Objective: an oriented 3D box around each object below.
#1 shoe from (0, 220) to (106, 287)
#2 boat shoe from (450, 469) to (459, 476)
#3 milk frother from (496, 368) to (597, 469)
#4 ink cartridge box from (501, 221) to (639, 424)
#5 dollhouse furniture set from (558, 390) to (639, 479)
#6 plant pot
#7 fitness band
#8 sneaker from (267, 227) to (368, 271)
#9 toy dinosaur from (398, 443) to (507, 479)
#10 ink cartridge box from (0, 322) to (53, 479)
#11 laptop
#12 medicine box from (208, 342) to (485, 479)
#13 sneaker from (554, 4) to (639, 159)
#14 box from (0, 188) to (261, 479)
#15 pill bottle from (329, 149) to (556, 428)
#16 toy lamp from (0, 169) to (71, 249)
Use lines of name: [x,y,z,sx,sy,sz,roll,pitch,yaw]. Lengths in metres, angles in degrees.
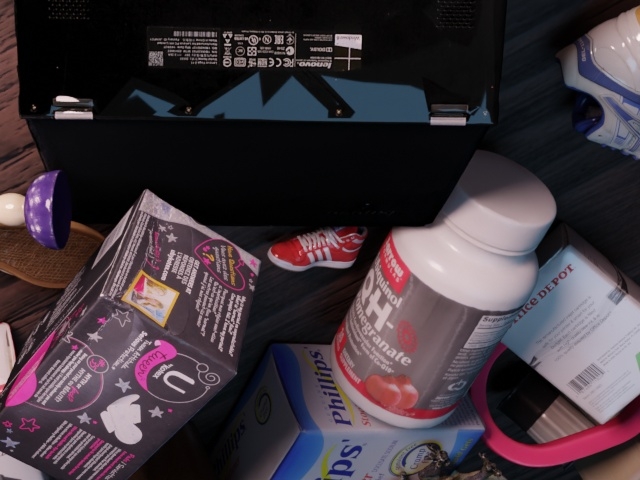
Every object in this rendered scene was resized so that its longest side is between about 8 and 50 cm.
shoe: [-0.307,-0.004,1.003,0.219,0.058,0.076,11,114,-38]
boat shoe: [0.179,0.389,1.649,0.137,0.049,0.043,18,165,-41]
milk frother: [0.362,0.236,1.510,0.129,0.135,0.143,-32,159,-48]
ink cartridge box: [0.341,0.106,1.326,0.219,0.092,0.160,40,113,-8]
dollhouse furniture set: [0.563,0.281,1.609,0.304,0.198,0.286,7,129,-32]
plant pot: [-0.198,0.327,1.307,0.167,0.165,0.167,-14,137,-14]
fitness band: [0.342,0.200,1.430,0.291,0.208,0.054,-16,-177,-10]
sneaker: [0.000,0.000,1.161,0.119,0.042,0.067,-2,138,-35]
toy dinosaur: [0.167,0.318,1.337,0.268,0.064,0.118,-4,141,-27]
ink cartridge box: [-0.416,0.265,1.122,0.226,0.131,0.306,-15,123,-14]
laptop: [-0.054,-0.178,0.900,0.382,0.236,0.407,0,106,-6]
medicine box: [0.025,0.282,1.383,0.289,0.149,0.263,5,130,-31]
sneaker: [0.354,-0.149,1.158,0.131,0.111,0.296,-20,140,20]
box: [-0.185,0.104,0.969,0.142,0.163,0.247,34,124,-18]
pill bottle: [0.143,0.057,1.189,0.176,0.176,0.318,3,131,-28]
toy lamp: [-0.361,-0.031,0.882,0.275,0.080,0.080,0,136,-1]
